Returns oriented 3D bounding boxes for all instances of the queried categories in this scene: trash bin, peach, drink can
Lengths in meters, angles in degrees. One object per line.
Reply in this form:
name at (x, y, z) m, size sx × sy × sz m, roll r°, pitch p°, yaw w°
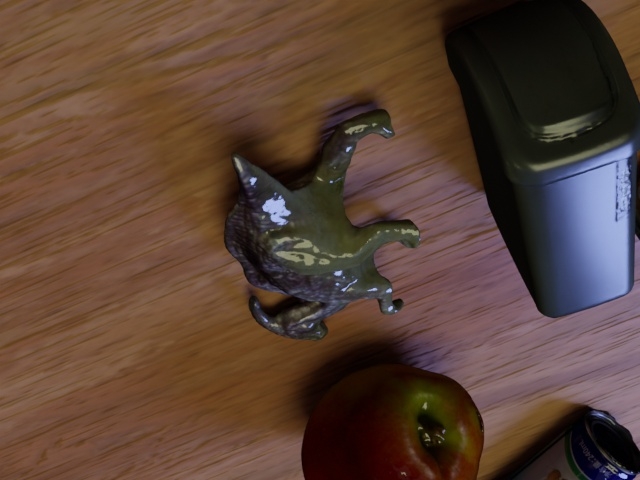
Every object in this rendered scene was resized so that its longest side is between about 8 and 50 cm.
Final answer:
trash bin at (0.174, -0.070, 0.687) m, size 0.101 × 0.176 × 0.236 m, roll -20°, pitch 136°, yaw 3°
peach at (0.069, 0.225, 0.926) m, size 0.198 × 0.197 × 0.197 m, roll -7°, pitch 132°, yaw -8°
drink can at (0.291, 0.319, 1.117) m, size 0.097 × 0.097 × 0.235 m, roll 24°, pitch 121°, yaw -31°

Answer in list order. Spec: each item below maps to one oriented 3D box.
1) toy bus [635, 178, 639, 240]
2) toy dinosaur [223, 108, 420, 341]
toy bus at (0.440, -0.033, 0.814) m, size 0.275 × 0.138 × 0.167 m, roll 4°, pitch 128°, yaw -20°
toy dinosaur at (0.002, 0.006, 0.775) m, size 0.162 × 0.077 × 0.294 m, roll -15°, pitch 133°, yaw -1°
